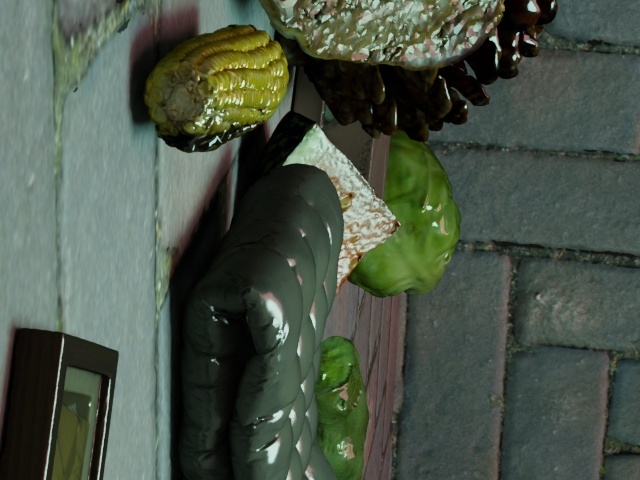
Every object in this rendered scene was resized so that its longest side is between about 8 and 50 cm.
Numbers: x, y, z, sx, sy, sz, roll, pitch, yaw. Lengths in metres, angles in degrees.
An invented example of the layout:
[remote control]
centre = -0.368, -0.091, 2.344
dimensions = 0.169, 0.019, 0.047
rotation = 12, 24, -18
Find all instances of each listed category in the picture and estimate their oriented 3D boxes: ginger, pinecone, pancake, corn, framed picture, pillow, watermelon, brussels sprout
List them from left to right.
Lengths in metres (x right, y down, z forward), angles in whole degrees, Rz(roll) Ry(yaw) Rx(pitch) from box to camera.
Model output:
[framed picture]
centre = -0.134, 0.133, 0.843
dimensions = 0.128, 0.023, 0.168
rotation = 53, 43, -80
[corn]
centre = -0.065, -0.098, 1.067
dimensions = 0.203, 0.072, 0.072
rotation = -48, 143, -76
[pillow]
centre = -0.045, 0.124, 1.292
dimensions = 0.228, 0.101, 0.326
rotation = -69, 161, -63
[watermelon]
centre = -0.022, -0.010, 1.435
dimensions = 0.145, 0.137, 0.193
rotation = -49, 169, -4
[ginger]
centre = 0.015, 0.240, 1.960
dimensions = 0.137, 0.089, 0.290
rotation = -113, -161, -63
[brussels sprout]
centre = 0.086, -0.035, 2.072
dimensions = 0.223, 0.161, 0.223
rotation = 171, -90, -79
[pancake]
centre = 0.074, -0.290, 1.313
dimensions = 0.356, 0.065, 0.356
rotation = -21, 126, -32
[pinecone]
centre = 0.087, -0.203, 1.541
dimensions = 0.224, 0.272, 0.224
rotation = 51, -28, 41

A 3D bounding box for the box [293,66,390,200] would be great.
[box]
centre = 0.024, -0.114, 1.735
dimensions = 0.215, 0.086, 0.215
rotation = 68, 29, -75
